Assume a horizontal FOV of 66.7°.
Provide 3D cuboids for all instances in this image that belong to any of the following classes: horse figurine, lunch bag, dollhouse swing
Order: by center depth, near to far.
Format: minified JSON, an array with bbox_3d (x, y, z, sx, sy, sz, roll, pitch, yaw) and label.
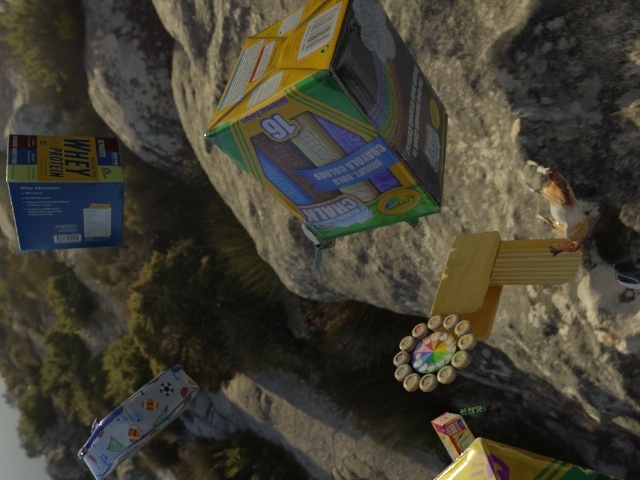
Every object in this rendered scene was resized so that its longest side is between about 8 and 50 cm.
[{"bbox_3d":[0.522,-0.070,1.070,0.066,0.174,0.263,-28,110,3],"label":"horse figurine"},{"bbox_3d":[-0.472,0.472,1.264,0.115,0.303,0.243,47,125,9],"label":"lunch bag"},{"bbox_3d":[0.512,0.159,1.333,0.305,0.347,0.315,13,72,26],"label":"dollhouse swing"}]

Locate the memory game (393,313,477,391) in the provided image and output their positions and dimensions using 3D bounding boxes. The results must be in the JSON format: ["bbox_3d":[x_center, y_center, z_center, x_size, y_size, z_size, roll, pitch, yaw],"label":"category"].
[{"bbox_3d":[0.222,0.217,0.962,0.186,0.186,0.012,-18,122,45],"label":"memory game"}]

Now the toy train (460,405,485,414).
[{"bbox_3d":[0.455,0.507,1.449,0.083,0.024,0.017,-31,49,43],"label":"toy train"}]

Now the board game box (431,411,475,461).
[{"bbox_3d":[0.297,0.439,0.956,0.193,0.045,0.147,60,175,18],"label":"board game box"}]

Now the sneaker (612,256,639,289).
[{"bbox_3d":[0.624,0.032,0.880,0.178,0.072,0.077,-12,123,9],"label":"sneaker"}]

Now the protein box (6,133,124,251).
[{"bbox_3d":[-0.520,-0.096,1.009,0.136,0.200,0.201,67,147,34],"label":"protein box"}]

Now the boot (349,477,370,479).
[{"bbox_3d":[0.062,0.403,0.514,0.085,0.236,0.178,-27,119,33],"label":"boot"}]

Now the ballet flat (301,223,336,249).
[{"bbox_3d":[-0.016,-0.037,0.705,0.041,0.041,0.114,-25,93,45],"label":"ballet flat"}]

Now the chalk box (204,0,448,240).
[{"bbox_3d":[0.030,-0.093,0.446,0.132,0.132,0.213,-14,138,35],"label":"chalk box"}]

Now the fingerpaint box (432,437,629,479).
[{"bbox_3d":[0.266,0.537,0.757,0.444,0.371,0.163,-55,25,25],"label":"fingerpaint box"}]

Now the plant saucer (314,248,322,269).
[{"bbox_3d":[0.000,0.000,1.301,0.018,0.067,0.192,8,141,3],"label":"plant saucer"}]
